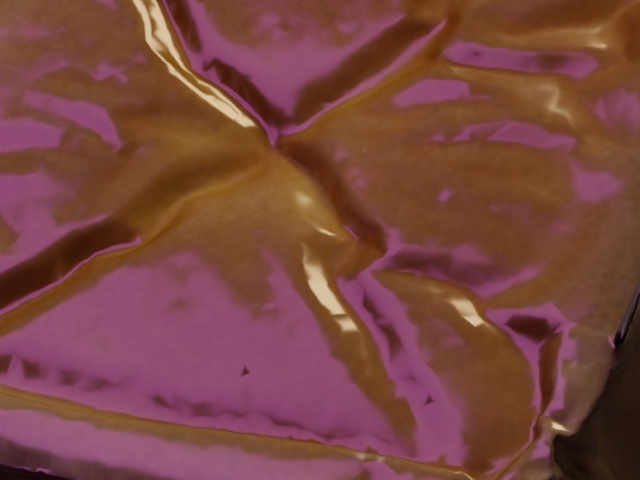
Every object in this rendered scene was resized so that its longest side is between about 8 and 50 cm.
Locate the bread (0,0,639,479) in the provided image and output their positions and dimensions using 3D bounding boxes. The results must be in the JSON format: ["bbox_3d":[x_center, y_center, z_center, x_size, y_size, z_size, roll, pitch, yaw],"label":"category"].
[{"bbox_3d":[0.002,0.001,0.502,0.210,0.110,0.192,6,64,27],"label":"bread"}]
